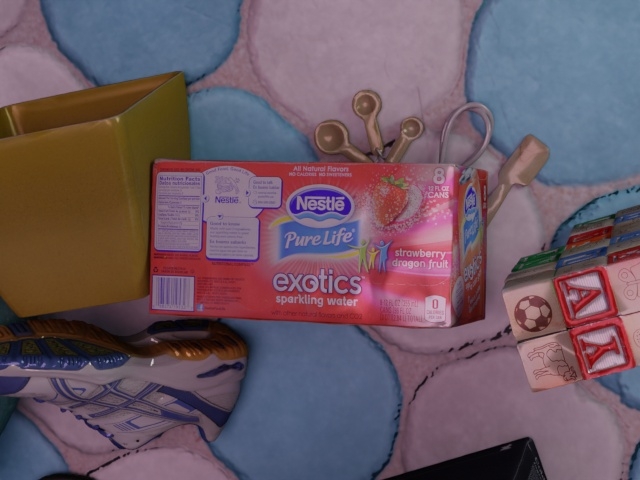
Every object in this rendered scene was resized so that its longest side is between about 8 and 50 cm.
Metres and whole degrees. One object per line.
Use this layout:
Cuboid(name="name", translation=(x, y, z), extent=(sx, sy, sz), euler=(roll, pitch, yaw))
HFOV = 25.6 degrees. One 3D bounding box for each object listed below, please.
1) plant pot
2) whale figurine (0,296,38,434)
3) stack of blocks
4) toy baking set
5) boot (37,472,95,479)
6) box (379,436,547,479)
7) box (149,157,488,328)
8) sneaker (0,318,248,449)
Cuboid(name="plant pot", translation=(-0.239, -0.041, 1.401), extent=(0.212, 0.212, 0.187), euler=(-9, 105, 15))
Cuboid(name="whale figurine", translation=(-0.365, 0.159, 1.472), extent=(0.141, 0.216, 0.272), euler=(-1, 97, -22))
Cuboid(name="stack of blocks", translation=(0.265, 0.035, 1.227), extent=(0.171, 0.297, 0.087), euler=(-16, 95, 16))
Cuboid(name="toy baking set", translation=(0.091, -0.046, 1.398), extent=(0.256, 0.030, 0.196), euler=(8, 99, 13))
Cuboid(name="boot", translation=(-0.226, 0.335, 1.458), extent=(0.247, 0.161, 0.083), euler=(29, 103, 9))
Cuboid(name="box", translation=(0.053, 0.347, 1.313), extent=(0.343, 0.312, 0.178), euler=(-19, 92, 16))
Cuboid(name="box", translation=(0.000, 0.000, 1.341), extent=(0.300, 0.142, 0.154), euler=(1, 91, 19))
Cuboid(name="sneaker", translation=(-0.214, 0.154, 1.399), extent=(0.297, 0.112, 0.131), euler=(3, 110, -24))
